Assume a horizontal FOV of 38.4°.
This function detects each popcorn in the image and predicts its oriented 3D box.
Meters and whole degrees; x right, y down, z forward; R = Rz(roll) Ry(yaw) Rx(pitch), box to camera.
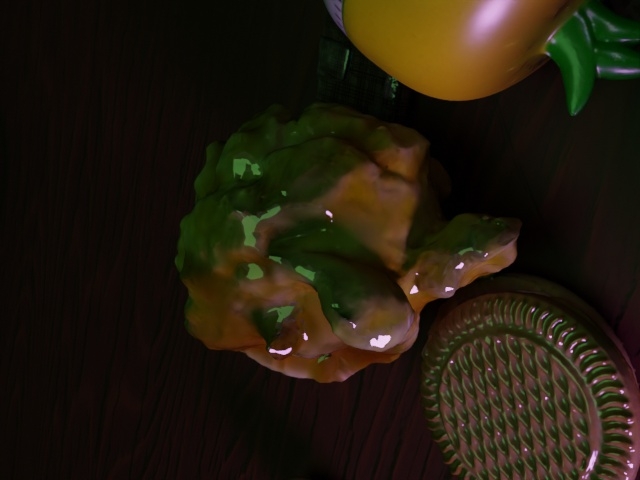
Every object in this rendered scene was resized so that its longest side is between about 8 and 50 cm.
[{"bbox_3d":[0.004,-0.004,0.916,0.279,0.274,0.335,52,135,6],"label":"popcorn"}]

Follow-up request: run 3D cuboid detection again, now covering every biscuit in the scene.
[{"bbox_3d":[0.202,0.155,0.909,0.259,0.079,0.259,15,111,42],"label":"biscuit"}]

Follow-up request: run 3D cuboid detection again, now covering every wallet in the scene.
[{"bbox_3d":[0.052,-0.191,1.001,0.124,0.042,0.230,21,117,34],"label":"wallet"}]

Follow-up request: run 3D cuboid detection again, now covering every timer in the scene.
[{"bbox_3d":[0.158,-0.214,0.743,0.285,0.285,0.285,13,109,43],"label":"timer"}]

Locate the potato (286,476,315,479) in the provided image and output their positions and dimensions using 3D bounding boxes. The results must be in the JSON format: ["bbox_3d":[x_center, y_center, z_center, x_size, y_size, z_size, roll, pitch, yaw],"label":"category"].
[{"bbox_3d":[0.008,0.371,1.155,0.170,0.080,0.107,31,113,33],"label":"potato"}]

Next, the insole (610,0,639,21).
[{"bbox_3d":[0.270,-0.283,0.786,0.065,0.006,0.194,2,101,45],"label":"insole"}]
